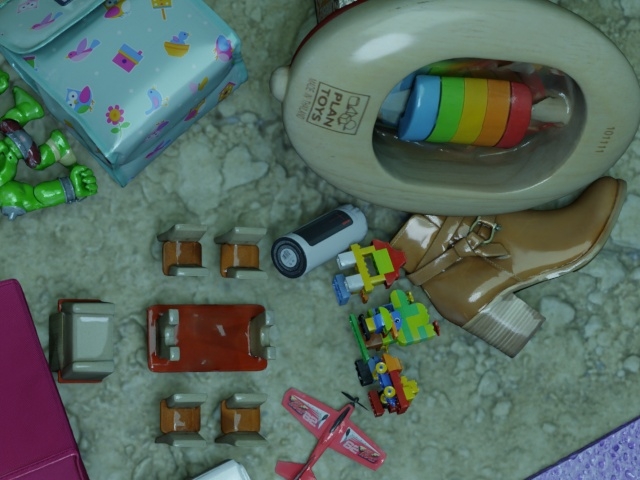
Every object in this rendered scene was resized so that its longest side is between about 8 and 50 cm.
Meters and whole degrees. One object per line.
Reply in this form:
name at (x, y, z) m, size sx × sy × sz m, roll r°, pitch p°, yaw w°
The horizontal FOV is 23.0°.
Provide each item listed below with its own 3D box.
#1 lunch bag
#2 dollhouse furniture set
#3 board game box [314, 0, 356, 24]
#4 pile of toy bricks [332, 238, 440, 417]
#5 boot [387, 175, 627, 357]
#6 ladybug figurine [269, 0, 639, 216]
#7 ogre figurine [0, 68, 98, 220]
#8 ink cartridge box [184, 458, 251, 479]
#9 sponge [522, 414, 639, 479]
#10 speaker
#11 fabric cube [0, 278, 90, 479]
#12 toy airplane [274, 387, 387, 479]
lunch bag at (-0.252, -0.238, 1.903) m, size 0.223 × 0.160 × 0.262 m, roll -41°, pitch 79°, yaw -8°
dollhouse furniture set at (-0.187, 0.118, 1.899) m, size 0.259 × 0.135 × 0.262 m, roll 2°, pitch 82°, yaw -20°
board game box at (0.108, -0.375, 1.983) m, size 0.232 × 0.141 × 0.290 m, roll -5°, pitch 84°, yaw -10°
pile of toy bricks at (0.094, 0.109, 1.937) m, size 0.105 × 0.118 × 0.212 m, roll -14°, pitch 71°, yaw -13°
boot at (0.233, -0.020, 1.988) m, size 0.220 × 0.109 × 0.283 m, roll 39°, pitch 86°, yaw 1°
ladybug figurine at (0.155, -0.178, 1.850) m, size 0.450 × 0.305 × 0.162 m, roll 7°, pitch 38°, yaw -20°
ogre figurine at (-0.372, -0.109, 1.896) m, size 0.118 × 0.097 × 0.197 m, roll -37°, pitch 101°, yaw -23°
ink cartridge box at (-0.180, 0.409, 1.847) m, size 0.283 × 0.117 × 0.207 m, roll -26°, pitch 87°, yaw -11°
sponge at (0.360, 0.313, 1.990) m, size 0.210 × 0.031 × 0.117 m, roll -27°, pitch 88°, yaw -11°
speaker at (0.000, 0.000, 1.927) m, size 0.136 × 0.055 × 0.055 m, roll -28°, pitch 87°, yaw -49°
fabric cube at (-0.391, 0.245, 1.715) m, size 0.254 × 0.259 × 0.258 m, roll -19°, pitch 50°, yaw -10°
toy airplane at (0.004, 0.254, 1.939) m, size 0.151 × 0.028 × 0.151 m, roll -1°, pitch 71°, yaw 2°
